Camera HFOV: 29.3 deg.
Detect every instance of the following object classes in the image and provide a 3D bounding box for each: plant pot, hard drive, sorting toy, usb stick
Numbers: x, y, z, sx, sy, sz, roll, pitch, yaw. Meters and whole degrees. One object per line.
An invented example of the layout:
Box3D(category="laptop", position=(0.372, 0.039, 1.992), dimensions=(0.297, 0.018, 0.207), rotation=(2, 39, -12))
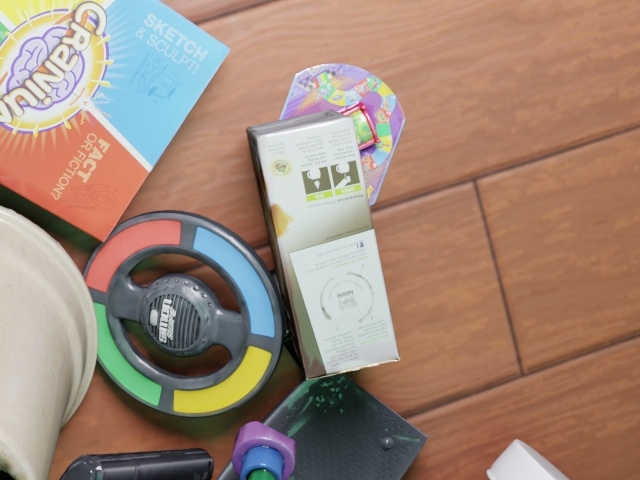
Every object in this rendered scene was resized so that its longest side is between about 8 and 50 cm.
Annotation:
Box3D(category="plant pot", position=(-0.371, 0.166, 1.133), dimensions=(0.333, 0.305, 0.334), rotation=(-5, 116, -10))
Box3D(category="hard drive", position=(-0.019, 0.269, 1.384), dimensions=(0.172, 0.054, 0.255), rotation=(38, 95, -16))
Box3D(category="sorting toy", position=(-0.106, 0.368, 1.301), dimensions=(0.127, 0.126, 0.366), rotation=(17, 118, -6))
Box3D(category="usb stick", position=(-0.185, 0.249, 1.252), dimensions=(0.045, 0.278, 0.077), rotation=(28, 92, 21))

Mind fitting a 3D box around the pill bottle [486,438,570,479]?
Box3D(category="pill bottle", position=(0.147, 0.428, 1.362), dimensions=(0.229, 0.229, 0.408), rotation=(41, 93, -16))

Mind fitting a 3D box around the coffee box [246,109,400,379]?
Box3D(category="coffee box", position=(0.000, 0.000, 1.241), dimensions=(0.098, 0.141, 0.247), rotation=(-13, 100, -5))

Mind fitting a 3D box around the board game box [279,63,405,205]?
Box3D(category="board game box", position=(0.018, -0.103, 1.318), dimensions=(0.133, 0.033, 0.169), rotation=(18, 99, -14))

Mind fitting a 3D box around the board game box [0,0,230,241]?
Box3D(category="board game box", position=(-0.285, -0.179, 1.204), dimensions=(0.316, 0.064, 0.242), rotation=(31, 95, -24))

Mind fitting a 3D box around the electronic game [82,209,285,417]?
Box3D(category="electronic game", position=(-0.147, 0.079, 1.279), dimensions=(0.229, 0.048, 0.229), rotation=(6, 110, 16))

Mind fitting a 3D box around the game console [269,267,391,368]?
Box3D(category="game console", position=(0.000, 0.067, 1.365), dimensions=(0.122, 0.071, 0.107), rotation=(-33, 76, -3))
